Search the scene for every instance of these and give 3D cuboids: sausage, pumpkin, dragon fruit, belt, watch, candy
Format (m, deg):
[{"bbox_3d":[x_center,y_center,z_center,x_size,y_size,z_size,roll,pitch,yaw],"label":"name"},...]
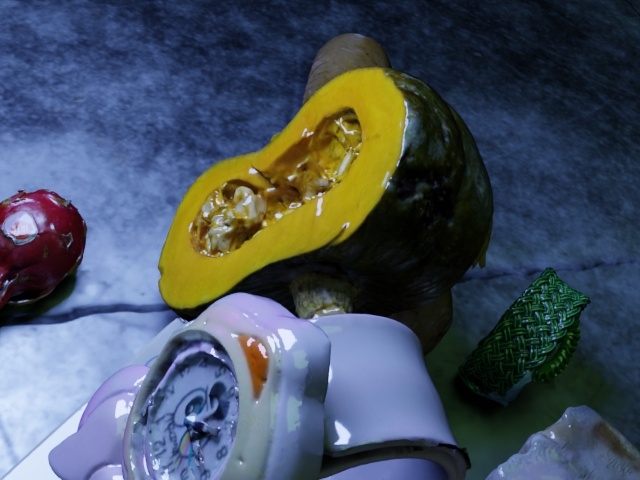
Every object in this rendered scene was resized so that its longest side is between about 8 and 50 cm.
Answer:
[{"bbox_3d":[0.044,-0.077,1.075,0.136,0.123,0.501,6,44,-14],"label":"sausage"},{"bbox_3d":[0.000,0.000,0.857,0.139,0.317,0.222,30,43,-42],"label":"pumpkin"},{"bbox_3d":[-0.273,0.024,0.873,0.094,0.094,0.190,25,48,3],"label":"dragon fruit"},{"bbox_3d":[0.209,0.102,0.969,0.079,0.121,0.151,41,58,12],"label":"belt"},{"bbox_3d":[-0.027,0.164,0.680,0.217,0.248,0.211,24,34,-41],"label":"watch"},{"bbox_3d":[0.201,0.254,0.778,0.137,0.185,0.195,-32,69,-36],"label":"candy"}]

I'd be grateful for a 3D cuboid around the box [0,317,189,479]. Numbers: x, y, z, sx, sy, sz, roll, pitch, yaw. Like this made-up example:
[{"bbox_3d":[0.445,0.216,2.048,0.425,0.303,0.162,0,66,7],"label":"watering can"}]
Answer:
[{"bbox_3d":[-0.141,0.222,0.740,0.200,0.065,0.343,34,44,11],"label":"box"}]
